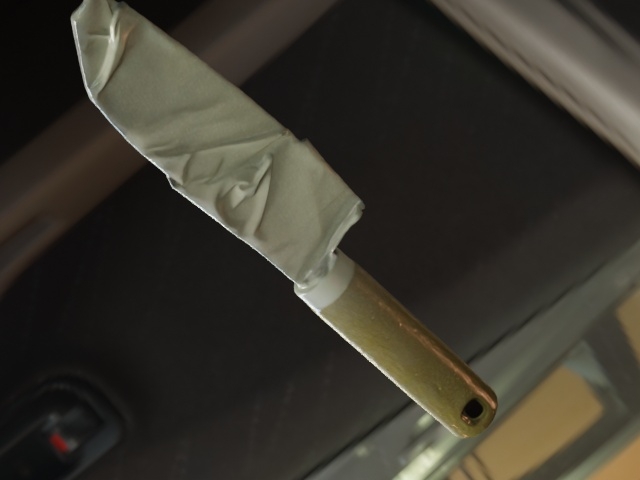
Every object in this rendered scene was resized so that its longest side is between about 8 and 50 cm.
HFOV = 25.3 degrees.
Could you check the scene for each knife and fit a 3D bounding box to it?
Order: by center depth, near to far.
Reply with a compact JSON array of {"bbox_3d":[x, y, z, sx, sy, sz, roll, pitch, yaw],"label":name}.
[{"bbox_3d":[-0.001,-0.001,0.529,0.047,0.017,0.298,-46,133,1],"label":"knife"}]
